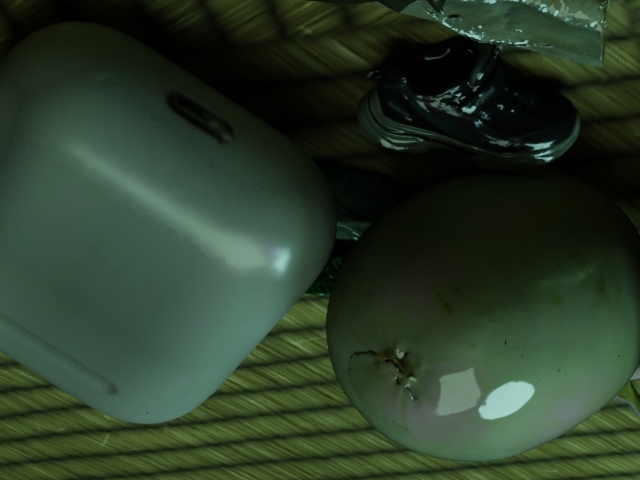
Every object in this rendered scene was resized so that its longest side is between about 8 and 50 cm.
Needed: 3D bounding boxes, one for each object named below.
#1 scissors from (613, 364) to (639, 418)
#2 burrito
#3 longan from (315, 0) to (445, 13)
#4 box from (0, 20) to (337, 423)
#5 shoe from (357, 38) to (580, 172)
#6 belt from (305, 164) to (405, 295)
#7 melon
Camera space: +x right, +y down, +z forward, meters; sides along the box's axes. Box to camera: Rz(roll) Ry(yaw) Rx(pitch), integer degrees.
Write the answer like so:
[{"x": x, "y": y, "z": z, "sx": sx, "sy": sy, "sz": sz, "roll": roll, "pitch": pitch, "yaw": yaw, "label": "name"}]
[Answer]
[{"x": 0.325, "y": 0.099, "z": 1.793, "sx": 0.160, "sy": 0.024, "sz": 0.317, "roll": -6, "pitch": 145, "yaw": 18, "label": "scissors"}, {"x": 0.114, "y": -0.173, "z": 1.371, "sx": 0.226, "sy": 0.060, "sz": 0.087, "roll": 13, "pitch": 151, "yaw": -15, "label": "burrito"}, {"x": 0.046, "y": -0.292, "z": 0.861, "sx": 0.404, "sy": 0.436, "sz": 0.404, "roll": 1, "pitch": 116, "yaw": 3, "label": "longan"}, {"x": -0.162, "y": -0.006, "z": 1.544, "sx": 0.289, "sy": 0.141, "sz": 0.349, "roll": 32, "pitch": 140, "yaw": -8, "label": "box"}, {"x": 0.115, "y": -0.112, "z": 1.463, "sx": 0.169, "sy": 0.071, "sz": 0.099, "roll": 6, "pitch": 140, "yaw": -2, "label": "shoe"}, {"x": 0.000, "y": 0.000, "z": 1.628, "sx": 0.151, "sy": 0.079, "sz": 0.121, "roll": -1, "pitch": 146, "yaw": 7, "label": "belt"}, {"x": 0.135, "y": 0.054, "z": 1.518, "sx": 0.223, "sy": 0.223, "sz": 0.317, "roll": -21, "pitch": -179, "yaw": 32, "label": "melon"}]
